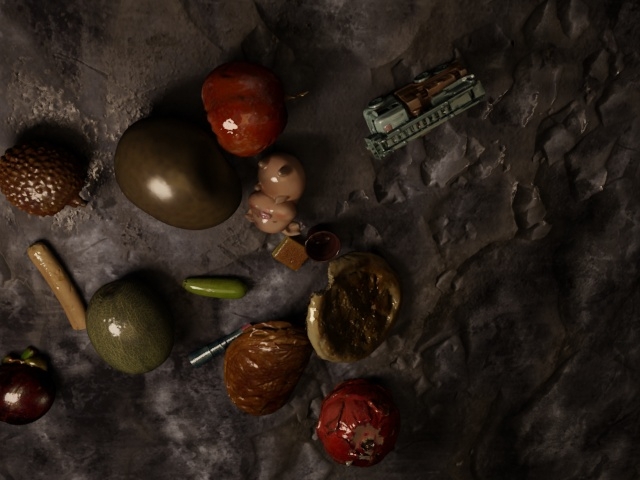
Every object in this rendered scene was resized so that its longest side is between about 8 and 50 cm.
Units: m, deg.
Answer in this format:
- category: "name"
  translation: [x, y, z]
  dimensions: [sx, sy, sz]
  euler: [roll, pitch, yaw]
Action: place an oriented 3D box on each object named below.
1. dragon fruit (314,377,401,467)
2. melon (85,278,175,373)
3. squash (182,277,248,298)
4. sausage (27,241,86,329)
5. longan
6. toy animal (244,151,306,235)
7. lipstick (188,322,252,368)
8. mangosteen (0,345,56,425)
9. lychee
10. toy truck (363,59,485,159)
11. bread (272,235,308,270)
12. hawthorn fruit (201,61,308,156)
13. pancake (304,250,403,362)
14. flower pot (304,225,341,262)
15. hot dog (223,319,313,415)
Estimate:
- category: "dragon fruit"
  translation: [0.131, 0.623, 2.095]
  dimensions: [0.296, 0.301, 0.295]
  euler: [0, 96, -4]
- category: "melon"
  translation: [-0.552, 0.258, 1.796]
  dimensions: [0.238, 0.237, 0.301]
  euler: [-17, 123, -1]
- category: "squash"
  translation: [-0.324, 0.143, 1.878]
  dimensions: [0.201, 0.066, 0.066]
  euler: [8, 115, -11]
- category: "sausage"
  translation: [-0.765, 0.134, 1.795]
  dimensions: [0.066, 0.065, 0.301]
  euler: [-18, 121, -1]
- category: "longan"
  translation: [-0.367, -0.168, 1.591]
  dimensions: [0.288, 0.288, 0.350]
  euler: [-41, 119, 11]
- category: "toy animal"
  translation: [-0.125, -0.133, 1.723]
  dimensions: [0.167, 0.154, 0.250]
  euler: [32, 125, 21]
- category: "lipstick"
  translation: [-0.316, 0.337, 1.985]
  dimensions: [0.234, 0.053, 0.053]
  euler: [-30, 118, 4]
- category: "mangosteen"
  translation: [-0.910, 0.451, 1.857]
  dimensions: [0.216, 0.216, 0.216]
  euler: [-4, 118, -8]
- category: "lychee"
  translation: [-0.715, -0.154, 1.584]
  dimensions: [0.238, 0.200, 0.200]
  euler: [37, 105, -21]
- category: "toy truck"
  translation: [0.266, -0.348, 1.661]
  dimensions: [0.339, 0.184, 0.132]
  euler: [-27, 117, 4]
- category: "bread"
  translation: [-0.087, 0.036, 1.880]
  dimensions: [0.094, 0.035, 0.090]
  euler: [33, 106, -23]
- category: "hawthorn fruit"
  translation: [-0.163, -0.349, 1.567]
  dimensions: [0.272, 0.242, 0.241]
  euler: [-22, 119, -2]
- category: "pancake"
  translation: [0.106, 0.213, 1.906]
  dimensions: [0.383, 0.071, 0.381]
  euler: [-11, 108, -36]
- category: "flower pot"
  translation: [0.000, 0.000, 1.847]
  dimensions: [0.111, 0.089, 0.111]
  euler: [-5, 118, -9]
- category: "hot dog"
  translation: [-0.164, 0.391, 1.956]
  dimensions: [0.267, 0.174, 0.387]
  euler: [5, 128, -25]
